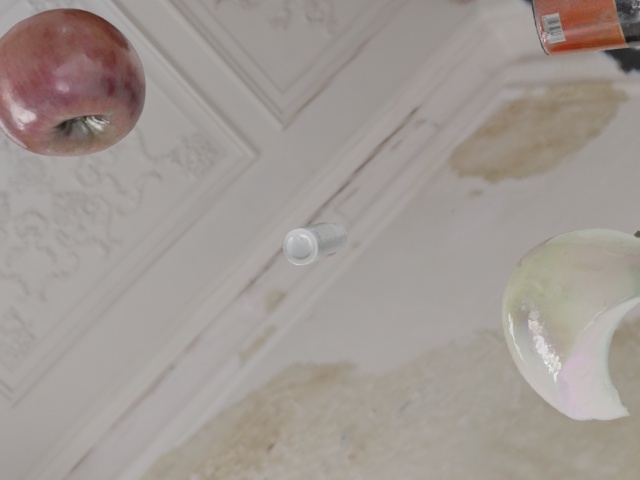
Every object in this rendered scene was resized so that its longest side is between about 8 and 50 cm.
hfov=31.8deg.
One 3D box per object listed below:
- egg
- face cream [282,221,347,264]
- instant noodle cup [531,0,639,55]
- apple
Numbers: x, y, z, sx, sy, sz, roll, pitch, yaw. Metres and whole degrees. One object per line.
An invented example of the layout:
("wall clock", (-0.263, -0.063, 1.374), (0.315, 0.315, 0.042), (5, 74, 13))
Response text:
("egg", (0.319, 0.105, 1.486), (0.206, 0.162, 0.271), (30, -68, 41))
("face cream", (0.000, 0.000, 1.048), (0.034, 0.034, 0.130), (-38, 175, 16))
("instant noodle cup", (0.323, -0.271, 1.306), (0.135, 0.127, 0.127), (-10, -148, 24))
("apple", (-0.248, -0.154, 1.087), (0.153, 0.153, 0.120), (-32, -116, 31))
